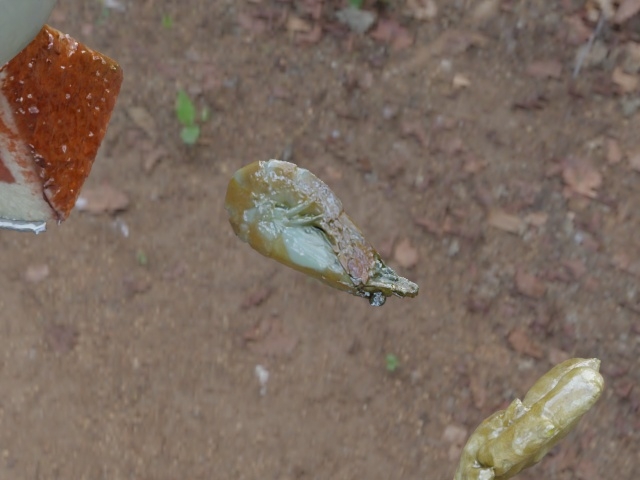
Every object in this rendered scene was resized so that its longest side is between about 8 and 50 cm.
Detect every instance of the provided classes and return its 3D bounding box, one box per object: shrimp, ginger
[{"bbox_3d":[0.000,0.000,1.219,0.184,0.091,0.043,36,31,3],"label":"shrimp"},{"bbox_3d":[0.161,0.138,1.122,0.176,0.193,0.052,-32,74,-23],"label":"ginger"}]

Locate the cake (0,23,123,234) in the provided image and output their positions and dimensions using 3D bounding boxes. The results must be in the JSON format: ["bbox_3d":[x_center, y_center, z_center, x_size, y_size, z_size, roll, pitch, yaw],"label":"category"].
[{"bbox_3d":[-0.262,-0.155,1.127,0.158,0.262,0.159,11,51,20],"label":"cake"}]

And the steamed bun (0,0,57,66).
[{"bbox_3d":[-0.254,-0.174,0.713,0.236,0.247,0.383,-25,29,3],"label":"steamed bun"}]
